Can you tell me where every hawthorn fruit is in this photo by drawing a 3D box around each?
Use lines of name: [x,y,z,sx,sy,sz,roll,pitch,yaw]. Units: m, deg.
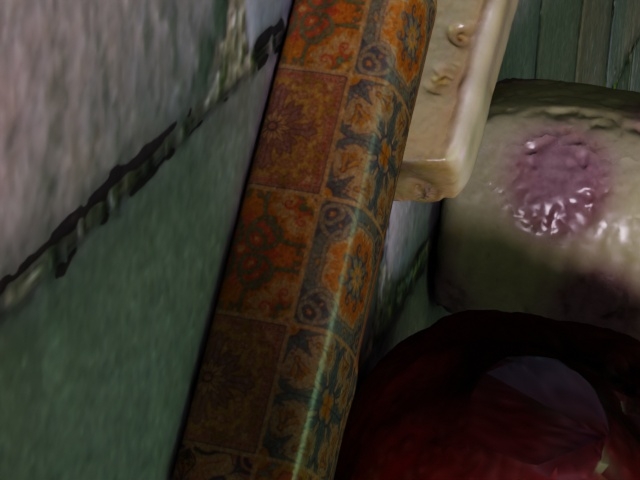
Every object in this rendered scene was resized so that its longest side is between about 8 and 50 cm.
hawthorn fruit: [0.104,0.174,0.856,0.230,0.210,0.266,-7,106,-59]

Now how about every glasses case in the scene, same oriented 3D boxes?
glasses case: [0.000,0.000,0.675,0.075,0.049,0.218,59,42,-67]

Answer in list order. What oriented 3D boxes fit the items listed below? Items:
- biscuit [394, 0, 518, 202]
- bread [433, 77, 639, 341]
biscuit: [0.064,-0.103,0.841,0.052,0.056,0.188,76,28,-57]
bread: [0.245,0.005,1.045,0.187,0.338,0.155,-47,150,-64]
